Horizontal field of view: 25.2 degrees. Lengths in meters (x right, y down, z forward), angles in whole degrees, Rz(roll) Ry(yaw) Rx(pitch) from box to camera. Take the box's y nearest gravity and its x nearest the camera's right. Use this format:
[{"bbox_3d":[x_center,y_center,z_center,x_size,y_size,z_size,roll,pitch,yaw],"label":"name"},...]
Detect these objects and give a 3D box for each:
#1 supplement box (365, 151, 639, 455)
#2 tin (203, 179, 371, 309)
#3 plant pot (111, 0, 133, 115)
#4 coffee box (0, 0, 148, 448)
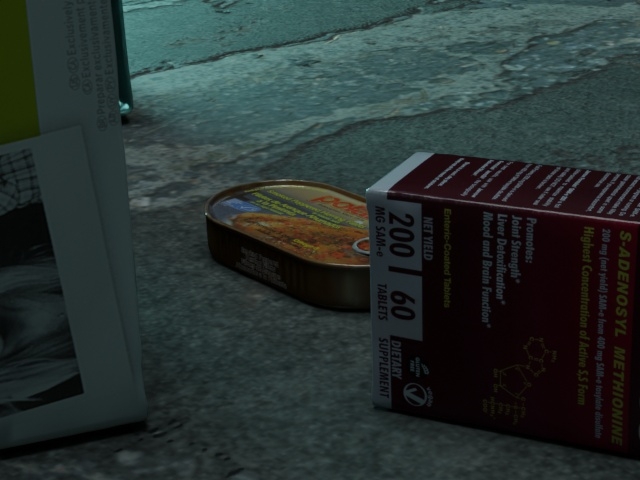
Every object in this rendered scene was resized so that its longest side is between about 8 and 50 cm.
[{"bbox_3d":[0.146,0.036,0.733,0.240,0.130,0.073,7,23,25],"label":"supplement box"},{"bbox_3d":[0.000,0.000,0.968,0.106,0.040,0.190,-22,29,-34],"label":"tin"},{"bbox_3d":[-0.286,-0.209,1.374,0.166,0.165,0.234,-7,14,-15],"label":"plant pot"},{"bbox_3d":[-0.311,-0.085,0.792,0.335,0.338,0.337,-10,22,-20],"label":"coffee box"}]
